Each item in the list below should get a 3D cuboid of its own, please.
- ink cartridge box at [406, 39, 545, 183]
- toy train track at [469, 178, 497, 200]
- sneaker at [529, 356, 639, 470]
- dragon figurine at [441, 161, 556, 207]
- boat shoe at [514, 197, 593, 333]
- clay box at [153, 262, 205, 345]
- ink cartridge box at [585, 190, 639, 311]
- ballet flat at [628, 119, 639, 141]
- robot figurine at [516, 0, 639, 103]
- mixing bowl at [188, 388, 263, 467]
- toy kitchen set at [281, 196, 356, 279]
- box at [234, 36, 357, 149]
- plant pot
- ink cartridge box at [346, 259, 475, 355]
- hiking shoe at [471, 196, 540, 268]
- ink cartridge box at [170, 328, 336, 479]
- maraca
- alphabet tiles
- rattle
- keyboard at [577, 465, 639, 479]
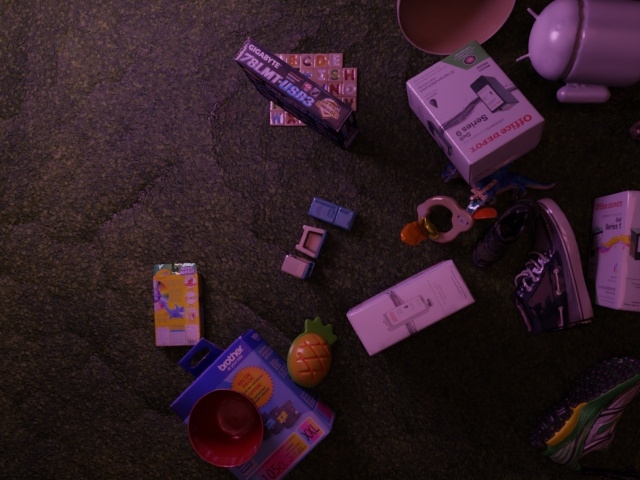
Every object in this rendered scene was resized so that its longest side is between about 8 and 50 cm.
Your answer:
[{"bbox_3d":[0.381,-0.319,1.391,0.211,0.121,0.289,-32,67,1],"label":"ink cartridge box"},{"bbox_3d":[0.406,-0.128,1.390,0.083,0.014,0.048,-36,52,-7],"label":"toy train track"},{"bbox_3d":[0.696,0.431,1.408,0.146,0.134,0.343,42,102,-2],"label":"sneaker"},{"bbox_3d":[0.465,-0.170,1.444,0.289,0.085,0.144,-13,89,6],"label":"dragon figurine"},{"bbox_3d":[0.558,0.073,1.410,0.158,0.127,0.341,-17,88,-2],"label":"boat shoe"},{"bbox_3d":[-0.387,0.174,1.531,0.127,0.053,0.222,-2,88,5],"label":"clay box"},{"bbox_3d":[0.747,0.026,1.358,0.117,0.201,0.278,6,90,5],"label":"ink cartridge box"},{"bbox_3d":[0.919,-0.304,1.419,0.249,0.058,0.084,-12,89,5],"label":"ballet flat"},{"bbox_3d":[0.673,-0.486,1.372,0.353,0.200,0.300,8,104,5],"label":"robot figurine"},{"bbox_3d":[-0.216,0.436,1.342,0.181,0.098,0.182,0,89,5],"label":"mixing bowl"},{"bbox_3d":[0.000,0.000,1.442,0.122,0.166,0.207,20,91,5],"label":"toy kitchen set"},{"bbox_3d":[-0.047,-0.348,1.379,0.295,0.293,0.073,35,92,5],"label":"box"},{"bbox_3d":[0.323,-0.642,1.395,0.284,0.284,0.191,-7,54,5],"label":"plant pot"},{"bbox_3d":[0.220,0.163,1.400,0.283,0.207,0.117,-29,85,5],"label":"ink cartridge box"},{"bbox_3d":[0.447,-0.013,1.401,0.086,0.114,0.227,44,122,19],"label":"hiking shoe"},{"bbox_3d":[-0.193,0.424,1.466,0.395,0.151,0.270,45,93,6],"label":"ink cartridge box"},{"bbox_3d":[-0.020,0.293,1.468,0.127,0.099,0.186,35,61,-21],"label":"maraca"},{"bbox_3d":[-0.019,-0.412,1.528,0.237,0.009,0.198,1,89,6],"label":"alphabet tiles"},{"bbox_3d":[0.319,-0.053,1.397,0.199,0.142,0.130,-1,87,38],"label":"rattle"},{"bbox_3d":[0.724,0.677,1.438,0.317,0.033,0.202,3,89,4],"label":"keyboard"}]
